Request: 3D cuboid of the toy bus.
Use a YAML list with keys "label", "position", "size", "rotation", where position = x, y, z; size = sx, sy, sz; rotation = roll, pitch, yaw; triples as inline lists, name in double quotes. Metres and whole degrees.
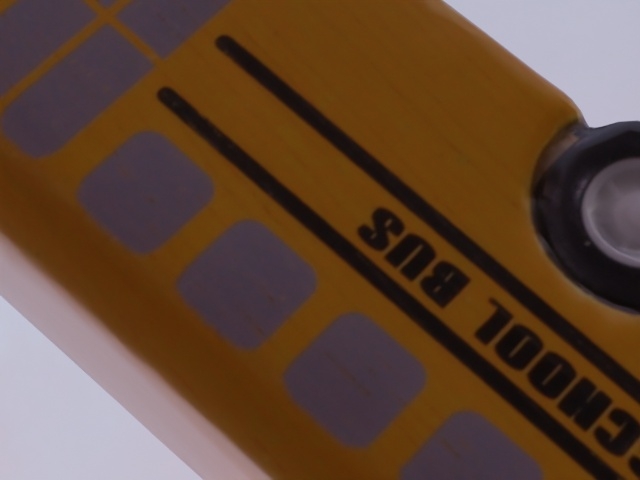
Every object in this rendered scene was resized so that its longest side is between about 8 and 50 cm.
- label: "toy bus"
  position: [0.000, 0.000, 0.390]
  size: [0.130, 0.333, 0.108]
  rotation: [-46, -14, -17]
